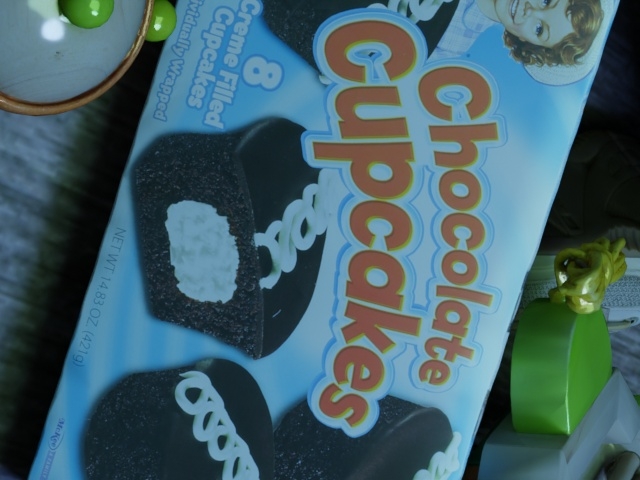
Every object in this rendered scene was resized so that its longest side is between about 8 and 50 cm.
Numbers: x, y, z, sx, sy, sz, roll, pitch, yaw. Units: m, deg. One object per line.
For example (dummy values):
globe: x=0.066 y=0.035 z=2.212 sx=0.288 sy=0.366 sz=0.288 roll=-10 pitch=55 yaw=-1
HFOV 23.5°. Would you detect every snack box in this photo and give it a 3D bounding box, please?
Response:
snack box: x=0.000 y=0.000 z=0.704 sx=0.187 sy=0.060 sz=0.322 roll=17 pitch=94 yaw=0

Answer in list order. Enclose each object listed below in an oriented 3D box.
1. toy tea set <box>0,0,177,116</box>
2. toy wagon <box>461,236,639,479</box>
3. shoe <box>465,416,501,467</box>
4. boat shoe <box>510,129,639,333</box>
toy tea set: x=-0.200 y=-0.098 z=0.537 sx=0.336 sy=0.124 sz=0.200 roll=-33 pitch=122 yaw=-26
toy wagon: x=0.126 y=0.166 z=0.762 sx=0.267 sy=0.068 sz=0.344 roll=-35 pitch=120 yaw=-61
shoe: x=0.076 y=0.158 z=0.870 sx=0.219 sy=0.076 sz=0.058 roll=-40 pitch=131 yaw=-19
boat shoe: x=0.141 y=0.006 z=0.869 sx=0.302 sy=0.109 sz=0.098 roll=1 pitch=140 yaw=-46
